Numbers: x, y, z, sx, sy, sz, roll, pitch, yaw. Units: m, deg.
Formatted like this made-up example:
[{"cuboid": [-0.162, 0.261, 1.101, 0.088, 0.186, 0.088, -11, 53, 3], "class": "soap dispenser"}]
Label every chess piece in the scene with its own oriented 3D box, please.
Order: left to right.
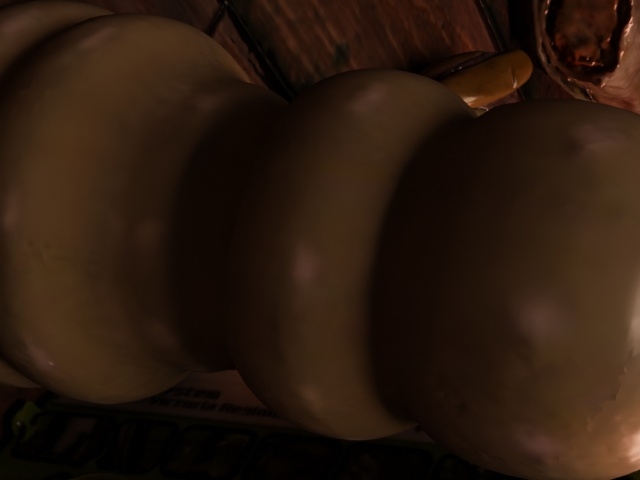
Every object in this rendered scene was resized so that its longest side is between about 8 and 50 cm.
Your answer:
[{"cuboid": [0.000, 0.000, 0.423, 0.167, 0.300, 0.167, -25, 119, -55], "class": "chess piece"}]

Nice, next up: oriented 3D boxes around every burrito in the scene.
[{"cuboid": [0.234, -0.186, 0.929, 0.348, 0.107, 0.175, 22, 67, -59], "class": "burrito"}]

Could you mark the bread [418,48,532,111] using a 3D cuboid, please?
[{"cuboid": [0.109, -0.021, 0.792, 0.134, 0.081, 0.225, -42, 132, -46], "class": "bread"}]

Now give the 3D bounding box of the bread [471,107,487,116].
[{"cuboid": [0.044, 0.095, 0.624, 0.149, 0.195, 0.344, 40, 63, -76], "class": "bread"}]

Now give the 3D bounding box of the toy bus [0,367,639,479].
[{"cuboid": [0.004, 0.120, 0.466, 0.139, 0.302, 0.113, -58, 140, -43], "class": "toy bus"}]
